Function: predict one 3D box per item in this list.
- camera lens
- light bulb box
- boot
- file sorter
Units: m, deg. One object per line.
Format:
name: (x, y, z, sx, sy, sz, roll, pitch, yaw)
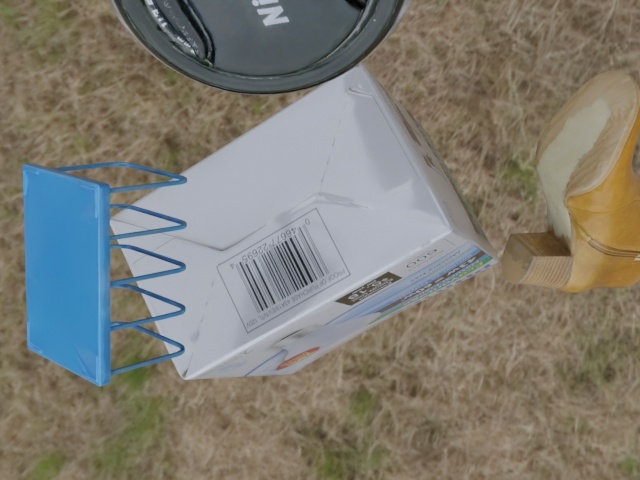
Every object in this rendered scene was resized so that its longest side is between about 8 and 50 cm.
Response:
camera lens: (-0.044, -0.261, 0.705, 0.220, 0.274, 0.219, -1, 136, -1)
light bulb box: (0.000, 0.000, 1.203, 0.358, 0.361, 0.225, -30, 75, 14)
boot: (0.349, -0.061, 1.104, 0.211, 0.104, 0.295, -2, 129, -29)
file sorter: (-0.185, 0.021, 0.837, 0.118, 0.105, 0.170, 15, 108, 42)
